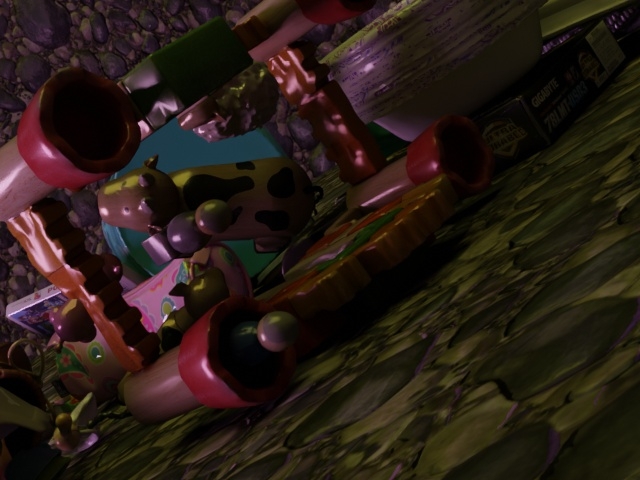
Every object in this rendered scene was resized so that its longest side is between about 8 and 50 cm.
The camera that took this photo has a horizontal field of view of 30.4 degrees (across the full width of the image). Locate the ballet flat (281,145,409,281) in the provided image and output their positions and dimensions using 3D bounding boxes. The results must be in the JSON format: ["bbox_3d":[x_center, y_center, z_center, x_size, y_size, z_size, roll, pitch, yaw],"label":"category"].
[{"bbox_3d":[0.059,-0.030,1.319,0.250,0.084,0.058,-38,6,12],"label":"ballet flat"}]

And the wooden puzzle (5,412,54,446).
[{"bbox_3d":[-0.513,0.288,1.600,0.238,0.044,0.221,9,32,35],"label":"wooden puzzle"}]

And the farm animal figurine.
[{"bbox_3d":[-0.143,-0.009,1.223,0.326,0.330,0.172,-22,-5,-16],"label":"farm animal figurine"}]

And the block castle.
[{"bbox_3d":[-0.040,-0.068,1.042,0.213,0.303,0.453,-27,9,44],"label":"block castle"}]

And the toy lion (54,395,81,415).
[{"bbox_3d":[-0.315,0.211,1.636,0.096,0.034,0.100,-21,11,35],"label":"toy lion"}]

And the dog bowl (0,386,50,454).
[{"bbox_3d":[-0.409,0.255,1.084,0.349,0.102,0.349,-41,11,10],"label":"dog bowl"}]

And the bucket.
[{"bbox_3d":[-0.163,-0.045,1.609,0.281,0.281,0.183,-35,0,-12],"label":"bucket"}]

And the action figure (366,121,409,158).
[{"bbox_3d":[0.164,-0.160,1.676,0.232,0.137,0.063,-20,30,26],"label":"action figure"}]

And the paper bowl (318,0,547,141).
[{"bbox_3d":[0.145,-0.224,1.380,0.284,0.148,0.284,-33,8,5],"label":"paper bowl"}]

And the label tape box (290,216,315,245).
[{"bbox_3d":[-0.180,0.049,1.844,0.333,0.106,0.240,-35,5,-14],"label":"label tape box"}]

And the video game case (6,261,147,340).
[{"bbox_3d":[-0.284,0.103,1.578,0.183,0.201,0.023,-23,53,23],"label":"video game case"}]

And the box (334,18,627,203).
[{"bbox_3d":[0.200,-0.135,1.439,0.295,0.073,0.293,-30,6,40],"label":"box"}]

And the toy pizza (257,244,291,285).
[{"bbox_3d":[0.000,0.000,1.534,0.201,0.032,0.201,-41,-3,-2],"label":"toy pizza"}]

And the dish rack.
[{"bbox_3d":[0.333,-0.298,1.623,0.285,0.072,0.333,-24,-4,2],"label":"dish rack"}]

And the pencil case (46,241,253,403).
[{"bbox_3d":[-0.214,0.106,1.468,0.284,0.124,0.124,-29,7,31],"label":"pencil case"}]

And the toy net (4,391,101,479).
[{"bbox_3d":[-0.276,0.230,1.209,0.122,0.045,0.232,-55,-3,14],"label":"toy net"}]

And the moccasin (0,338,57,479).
[{"bbox_3d":[-0.393,0.211,1.449,0.147,0.139,0.380,-25,11,0],"label":"moccasin"}]
